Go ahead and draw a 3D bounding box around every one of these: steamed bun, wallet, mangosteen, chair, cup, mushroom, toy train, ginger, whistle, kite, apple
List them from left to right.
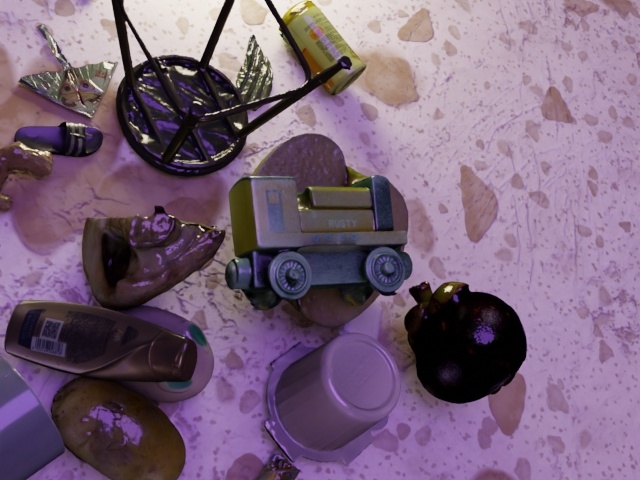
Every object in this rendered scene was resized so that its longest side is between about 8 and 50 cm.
[{"bbox_3d":[-0.600,0.355,1.285,0.312,0.205,0.205,-36,87,-32],"label":"cup"},{"bbox_3d":[-0.646,-0.115,1.553,0.258,0.065,0.150,-10,86,-35],"label":"ginger"},{"bbox_3d":[-0.550,-0.372,1.734,0.229,0.012,0.250,-23,80,-35],"label":"kite"},{"bbox_3d":[-0.314,0.036,1.527,0.217,0.292,0.212,10,75,-33],"label":"mushroom"},{"bbox_3d":[-0.310,0.214,1.528,0.228,0.131,0.177,30,58,-9],"label":"steamed bun"},{"bbox_3d":[-0.242,-0.354,1.636,0.361,0.410,0.365,-25,80,-31],"label":"chair"},{"bbox_3d":[-0.145,0.551,1.505,0.068,0.057,0.326,39,58,-5],"label":"whistle"},{"bbox_3d":[-0.008,-0.019,1.681,0.320,0.312,0.360,20,71,22],"label":"apple"},{"bbox_3d":[0.000,0.000,1.553,0.396,0.160,0.254,-1,79,-27],"label":"toy train"},{"bbox_3d":[0.090,0.176,1.745,0.095,0.033,0.190,35,28,-6],"label":"wallet"},{"bbox_3d":[0.310,0.210,1.746,0.233,0.287,0.288,-14,74,-6],"label":"mangosteen"}]

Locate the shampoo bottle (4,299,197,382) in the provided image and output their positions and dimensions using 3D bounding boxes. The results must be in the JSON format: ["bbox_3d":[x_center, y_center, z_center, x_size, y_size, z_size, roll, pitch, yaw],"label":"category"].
[{"bbox_3d":[-0.391,0.184,1.423,0.349,0.084,0.126,7,74,15],"label":"shampoo bottle"}]

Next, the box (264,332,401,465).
[{"bbox_3d":[0.059,0.313,1.604,0.291,0.206,0.263,19,56,-19],"label":"box"}]

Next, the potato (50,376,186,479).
[{"bbox_3d":[-0.348,0.333,1.431,0.271,0.111,0.160,40,22,-8],"label":"potato"}]

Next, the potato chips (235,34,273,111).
[{"bbox_3d":[-0.155,-0.401,1.926,0.091,0.028,0.208,19,63,-19],"label":"potato chips"}]

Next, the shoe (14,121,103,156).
[{"bbox_3d":[-0.539,-0.215,1.649,0.179,0.049,0.071,-2,71,-26],"label":"shoe"}]

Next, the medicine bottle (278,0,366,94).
[{"bbox_3d":[-0.001,-0.485,1.983,0.124,0.124,0.239,-39,88,-33],"label":"medicine bottle"}]
